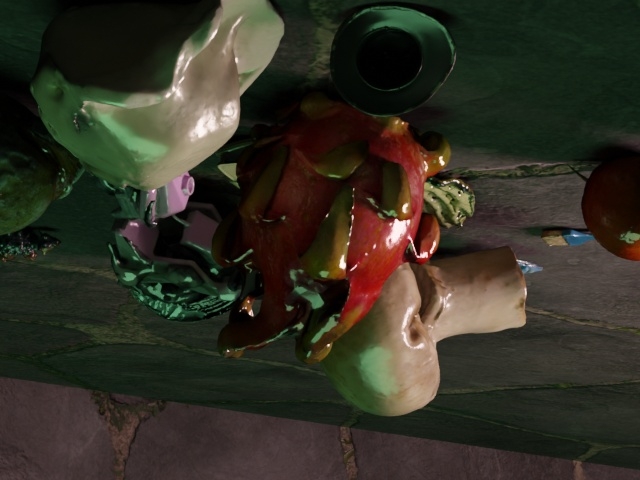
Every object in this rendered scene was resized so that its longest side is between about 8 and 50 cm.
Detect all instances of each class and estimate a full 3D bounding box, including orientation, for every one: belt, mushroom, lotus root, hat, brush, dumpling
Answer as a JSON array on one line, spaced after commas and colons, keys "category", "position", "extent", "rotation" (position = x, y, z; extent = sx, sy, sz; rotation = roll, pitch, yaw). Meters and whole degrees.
[{"category": "belt", "position": [-0.177, 0.036, 2.102], "extent": [0.198, 0.078, 0.151], "rotation": [-18, 116, 26]}, {"category": "mushroom", "position": [0.120, 0.071, 1.969], "extent": [0.290, 0.292, 0.292], "rotation": [-16, 162, 3]}, {"category": "lotus root", "position": [-0.435, -0.102, 1.651], "extent": [0.350, 0.175, 0.175], "rotation": [18, 160, -28]}, {"category": "hat", "position": [0.069, -0.177, 1.428], "extent": [0.121, 0.121, 0.050], "rotation": [3, -157, 5]}, {"category": "brush", "position": [0.380, -0.007, 2.029], "extent": [0.164, 0.014, 0.051], "rotation": [-3, 164, 22]}, {"category": "dumpling", "position": [-0.153, -0.163, 1.446], "extent": [0.243, 0.187, 0.318], "rotation": [-35, 174, -5]}]

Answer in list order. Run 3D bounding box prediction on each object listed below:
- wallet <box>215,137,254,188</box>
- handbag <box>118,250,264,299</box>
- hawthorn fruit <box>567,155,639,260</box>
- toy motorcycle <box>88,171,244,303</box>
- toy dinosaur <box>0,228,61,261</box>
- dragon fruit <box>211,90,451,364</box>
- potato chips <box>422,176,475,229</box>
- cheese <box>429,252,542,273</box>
[{"category": "wallet", "position": [-0.055, -0.085, 1.834], "extent": [0.110, 0.039, 0.155], "rotation": [-4, 163, 17]}, {"category": "handbag", "position": [-0.121, 0.037, 2.223], "extent": [0.332, 0.074, 0.191], "rotation": [1, 163, 18]}, {"category": "hawthorn fruit", "position": [0.353, -0.037, 1.730], "extent": [0.140, 0.125, 0.125], "rotation": [-1, 164, 13]}, {"category": "toy motorcycle", "position": [-0.176, -0.016, 1.922], "extent": [0.188, 0.143, 0.327], "rotation": [5, 145, 14]}, {"category": "toy dinosaur", "position": [-0.465, 0.004, 2.256], "extent": [0.154, 0.049, 0.055], "rotation": [0, 167, -3]}, {"category": "dragon fruit", "position": [0.003, -0.013, 1.669], "extent": [0.228, 0.243, 0.307], "rotation": [25, 135, -16]}, {"category": "potato chips", "position": [0.155, -0.048, 1.918], "extent": [0.092, 0.028, 0.207], "rotation": [0, 164, 18]}, {"category": "cheese", "position": [0.201, 0.048, 2.211], "extent": [0.135, 0.052, 0.245], "rotation": [13, 162, -37]}]
